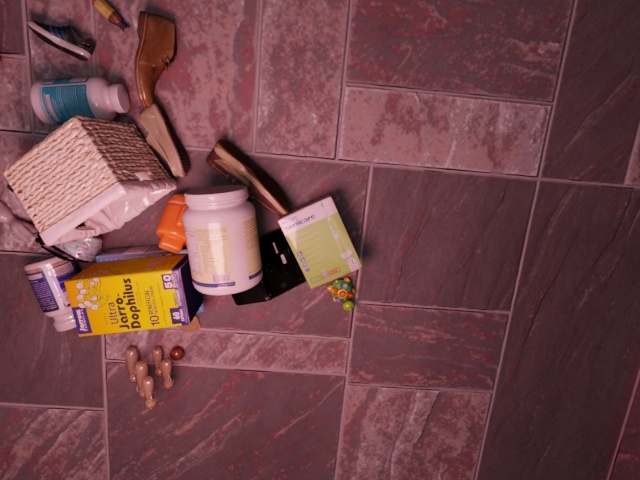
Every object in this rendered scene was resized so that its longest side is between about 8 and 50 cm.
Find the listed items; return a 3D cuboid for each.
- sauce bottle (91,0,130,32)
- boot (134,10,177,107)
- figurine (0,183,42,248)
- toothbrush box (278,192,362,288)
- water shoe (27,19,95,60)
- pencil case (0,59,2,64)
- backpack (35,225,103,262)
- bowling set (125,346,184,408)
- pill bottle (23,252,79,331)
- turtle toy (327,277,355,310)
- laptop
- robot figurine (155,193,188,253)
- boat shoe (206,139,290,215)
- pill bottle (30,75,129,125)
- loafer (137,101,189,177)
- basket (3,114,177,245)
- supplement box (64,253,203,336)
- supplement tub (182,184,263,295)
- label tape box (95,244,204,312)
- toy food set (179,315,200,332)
[{"bbox_3d":[-0.681,-0.733,1.341,0.042,0.042,0.128,-43,100,8],"label":"sauce bottle"},{"bbox_3d":[-0.535,-0.582,1.340,0.116,0.112,0.304,5,92,-15],"label":"boot"},{"bbox_3d":[-1.054,-0.105,1.467,0.210,0.092,0.214,37,101,-2],"label":"figurine"},{"bbox_3d":[0.000,0.000,1.501,0.207,0.122,0.283,-25,104,4],"label":"toothbrush box"},{"bbox_3d":[-0.841,-0.668,1.348,0.203,0.073,0.080,28,80,-12],"label":"water shoe"},{"bbox_3d":[-1.159,-0.715,1.271,0.167,0.160,0.385,-14,104,10],"label":"pencil case"},{"bbox_3d":[-0.865,0.003,1.445,0.182,0.152,0.115,28,98,9],"label":"backpack"},{"bbox_3d":[-0.615,0.511,1.583,0.200,0.287,0.153,-10,114,-34],"label":"bowling set"},{"bbox_3d":[-0.944,0.185,1.498,0.154,0.153,0.264,-14,103,1],"label":"pill bottle"},{"bbox_3d":[0.089,0.209,1.582,0.095,0.066,0.130,-26,103,4],"label":"turtle toy"},{"bbox_3d":[-0.230,0.102,1.574,0.265,0.137,0.234,-26,105,-22],"label":"laptop"},{"bbox_3d":[-0.491,-0.068,1.437,0.128,0.158,0.219,9,70,15],"label":"robot figurine"},{"bbox_3d":[-0.259,-0.197,1.455,0.342,0.123,0.123,42,113,-11],"label":"boat shoe"},{"bbox_3d":[-0.779,-0.458,1.351,0.265,0.146,0.146,-4,104,-1],"label":"pill bottle"},{"bbox_3d":[-0.539,-0.335,1.418,0.092,0.102,0.268,-22,94,5],"label":"loafer"},{"bbox_3d":[-0.717,-0.188,1.316,0.332,0.328,0.266,-31,94,13],"label":"basket"},{"bbox_3d":[-0.604,0.175,1.373,0.358,0.195,0.193,-6,104,-1],"label":"supplement box"},{"bbox_3d":[-0.321,-0.008,1.355,0.236,0.235,0.324,-4,105,-1],"label":"supplement tub"},{"bbox_3d":[-0.611,0.148,1.524,0.349,0.115,0.248,-5,104,-3],"label":"label tape box"},{"bbox_3d":[-0.516,0.321,1.613,0.084,0.020,0.082,-10,104,1],"label":"toy food set"}]
